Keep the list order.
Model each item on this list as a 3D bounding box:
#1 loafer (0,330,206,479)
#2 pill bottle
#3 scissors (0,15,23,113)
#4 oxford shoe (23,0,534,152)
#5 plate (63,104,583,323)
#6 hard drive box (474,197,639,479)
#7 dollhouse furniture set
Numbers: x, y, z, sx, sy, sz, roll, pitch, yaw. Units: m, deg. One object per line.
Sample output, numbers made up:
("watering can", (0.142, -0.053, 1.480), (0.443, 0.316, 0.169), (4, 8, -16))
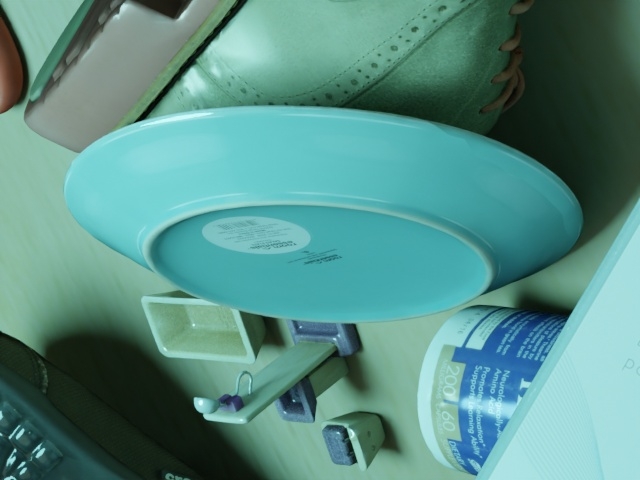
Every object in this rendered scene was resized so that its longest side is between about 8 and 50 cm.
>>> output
("loafer", (-0.070, 0.166, 0.855), (0.134, 0.130, 0.366), (-42, 95, 16))
("pill bottle", (0.101, 0.062, 0.638), (0.120, 0.067, 0.067), (6, 121, 41))
("scissors", (-0.239, -0.184, 0.834), (0.109, 0.021, 0.297), (-23, 99, 51))
("oxford shoe", (0.035, -0.104, 0.577), (0.130, 0.123, 0.348), (36, 143, -18))
("plate", (0.000, 0.000, 0.626), (0.188, 0.188, 0.024), (-20, 59, 48))
("hard drive box", (0.150, 0.077, 0.494), (0.181, 0.089, 0.232), (32, 97, 24))
("dollhouse furniture set", (-0.046, 0.069, 0.771), (0.114, 0.081, 0.091), (1, 117, 43))
